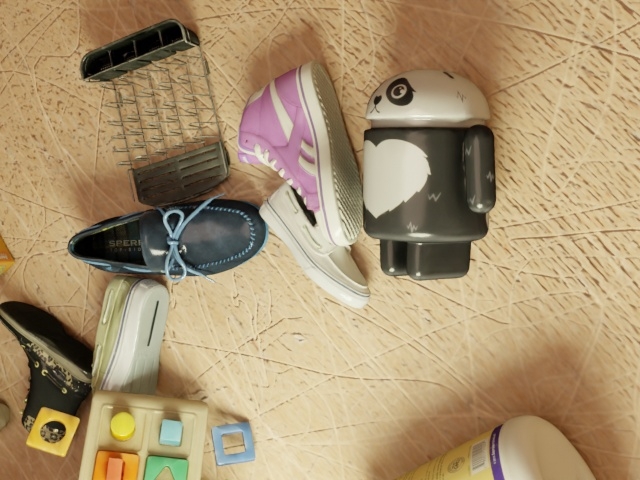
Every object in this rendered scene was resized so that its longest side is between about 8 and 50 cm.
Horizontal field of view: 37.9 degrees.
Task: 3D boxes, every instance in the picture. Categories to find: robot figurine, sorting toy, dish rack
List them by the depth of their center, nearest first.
[{"bbox_3d":[0.139,-0.088,1.242,0.209,0.173,0.278,2,95,18],"label":"robot figurine"},{"bbox_3d":[-0.269,0.321,1.412,0.348,0.047,0.195,8,59,-8],"label":"sorting toy"},{"bbox_3d":[-0.258,-0.193,1.486,0.208,0.074,0.271,-15,87,27],"label":"dish rack"}]

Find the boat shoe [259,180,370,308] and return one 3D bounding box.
[{"bbox_3d":[0.000,0.000,1.367,0.226,0.083,0.075,44,112,18],"label":"boat shoe"}]

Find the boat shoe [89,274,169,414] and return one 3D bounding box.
[{"bbox_3d":[-0.328,0.203,1.538,0.094,0.109,0.302,17,92,30],"label":"boat shoe"}]

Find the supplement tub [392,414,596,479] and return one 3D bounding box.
[{"bbox_3d":[0.193,0.399,1.213,0.331,0.241,0.241,-34,79,24],"label":"supplement tub"}]

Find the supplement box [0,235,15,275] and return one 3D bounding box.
[{"bbox_3d":[-0.650,-0.033,1.687,0.080,0.078,0.233,-36,79,21],"label":"supplement box"}]

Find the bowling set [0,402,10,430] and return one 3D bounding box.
[{"bbox_3d":[-0.713,0.251,1.676,0.154,0.200,0.287,-30,77,26],"label":"bowling set"}]

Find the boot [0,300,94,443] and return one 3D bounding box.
[{"bbox_3d":[-0.497,0.231,1.626,0.236,0.085,0.178,33,109,20],"label":"boot"}]

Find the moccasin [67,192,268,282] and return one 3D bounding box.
[{"bbox_3d":[-0.247,0.012,1.469,0.342,0.117,0.137,-12,88,27],"label":"moccasin"}]

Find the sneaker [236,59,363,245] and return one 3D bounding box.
[{"bbox_3d":[-0.036,-0.106,1.361,0.161,0.102,0.282,-21,68,22],"label":"sneaker"}]
